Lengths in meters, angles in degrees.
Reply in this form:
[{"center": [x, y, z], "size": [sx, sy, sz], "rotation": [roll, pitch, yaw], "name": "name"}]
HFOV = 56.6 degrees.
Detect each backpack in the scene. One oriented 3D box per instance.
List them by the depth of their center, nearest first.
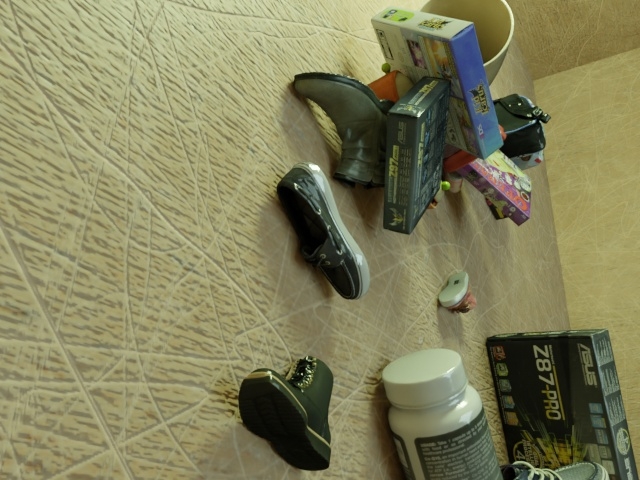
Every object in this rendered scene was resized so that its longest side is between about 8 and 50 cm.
[{"center": [0.556, -0.326, 1.818], "size": [0.263, 0.277, 0.213], "rotation": [-78, 148, -49], "name": "backpack"}]

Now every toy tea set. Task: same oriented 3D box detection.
[{"center": [0.188, -0.200, 1.227], "size": [0.336, 0.124, 0.200], "rotation": [40, 46, -48], "name": "toy tea set"}]

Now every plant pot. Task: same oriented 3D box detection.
[{"center": [0.384, -0.494, 1.616], "size": [0.274, 0.257, 0.256], "rotation": [49, 37, -68], "name": "plant pot"}]

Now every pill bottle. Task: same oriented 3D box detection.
[{"center": [0.208, 0.340, 1.007], "size": [0.161, 0.161, 0.283], "rotation": [-31, 106, -60], "name": "pill bottle"}]

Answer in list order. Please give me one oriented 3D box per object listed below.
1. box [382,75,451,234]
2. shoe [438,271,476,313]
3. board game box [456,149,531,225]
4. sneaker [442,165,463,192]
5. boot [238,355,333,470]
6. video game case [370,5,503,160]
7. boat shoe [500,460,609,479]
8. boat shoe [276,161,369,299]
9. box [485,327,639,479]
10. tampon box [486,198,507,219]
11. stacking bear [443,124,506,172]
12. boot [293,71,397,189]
[{"center": [0.173, -0.154, 1.072], "size": [0.183, 0.059, 0.232], "rotation": [-51, 147, -46], "name": "box"}, {"center": [0.331, 0.141, 1.409], "size": [0.081, 0.064, 0.178], "rotation": [67, 26, -8], "name": "shoe"}, {"center": [0.431, -0.212, 1.598], "size": [0.347, 0.056, 0.208], "rotation": [39, 43, -11], "name": "board game box"}, {"center": [0.350, -0.185, 1.600], "size": [0.070, 0.051, 0.134], "rotation": [81, 2, -50], "name": "sneaker"}, {"center": [-0.036, 0.180, 0.740], "size": [0.137, 0.077, 0.198], "rotation": [-80, 157, -43], "name": "boot"}, {"center": [0.230, -0.312, 1.170], "size": [0.244, 0.061, 0.269], "rotation": [42, -14, 50], "name": "video game case"}, {"center": [0.495, 0.553, 1.328], "size": [0.341, 0.127, 0.158], "rotation": [-25, 99, -21], "name": "boat shoe"}, {"center": [0.000, 0.000, 0.868], "size": [0.076, 0.080, 0.228], "rotation": [-40, 118, -40], "name": "boat shoe"}, {"center": [0.612, 0.433, 1.532], "size": [0.097, 0.318, 0.394], "rotation": [-6, 85, -38], "name": "box"}, {"center": [0.632, -0.174, 2.038], "size": [0.120, 0.101, 0.161], "rotation": [48, 41, -41], "name": "tampon box"}, {"center": [0.283, -0.321, 1.397], "size": [0.289, 0.164, 0.175], "rotation": [53, 21, -7], "name": "stacking bear"}, {"center": [0.049, -0.177, 1.008], "size": [0.247, 0.083, 0.161], "rotation": [14, 87, -40], "name": "boot"}]
